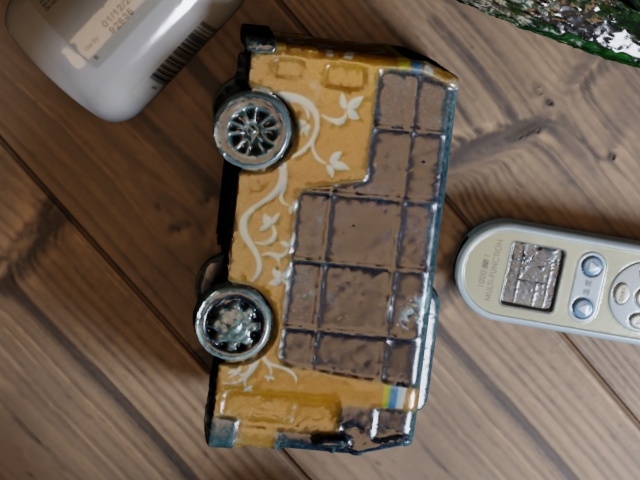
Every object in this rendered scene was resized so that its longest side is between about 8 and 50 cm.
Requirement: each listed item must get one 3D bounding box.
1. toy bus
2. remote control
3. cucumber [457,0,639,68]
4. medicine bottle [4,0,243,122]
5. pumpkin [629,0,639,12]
[{"bbox_3d":[0.000,0.000,1.376,0.194,0.162,0.323,5,101,-5],"label":"toy bus"},{"bbox_3d":[0.231,0.036,1.447,0.244,0.047,0.087,10,105,-4],"label":"remote control"},{"bbox_3d":[0.171,-0.199,1.385,0.293,0.067,0.067,24,101,-7],"label":"cucumber"},{"bbox_3d":[-0.129,-0.208,1.338,0.135,0.135,0.215,43,98,-10],"label":"medicine bottle"},{"bbox_3d":[0.324,-0.295,1.288,0.293,0.197,0.263,-26,146,-19],"label":"pumpkin"}]
